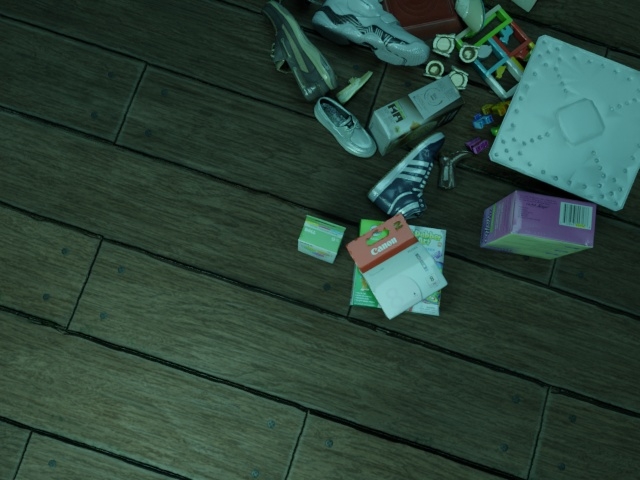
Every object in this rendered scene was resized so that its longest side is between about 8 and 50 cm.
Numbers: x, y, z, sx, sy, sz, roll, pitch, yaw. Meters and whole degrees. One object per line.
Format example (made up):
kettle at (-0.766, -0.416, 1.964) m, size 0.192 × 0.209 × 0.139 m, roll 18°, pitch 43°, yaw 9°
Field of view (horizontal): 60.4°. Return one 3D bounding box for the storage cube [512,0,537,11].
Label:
storage cube at (0.643, -0.861, 1.669) m, size 0.214 × 0.184 × 0.193 m, roll 36°, pitch 82°, yaw 2°

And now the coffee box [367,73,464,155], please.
coffee box at (0.272, -0.358, 1.586) m, size 0.246 × 0.141 × 0.098 m, roll -28°, pitch 83°, yaw -7°

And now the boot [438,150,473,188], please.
boot at (0.400, -0.205, 1.619) m, size 0.106 × 0.037 × 0.114 m, roll -2°, pitch 77°, yaw 10°

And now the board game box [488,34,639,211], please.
board game box at (0.722, -0.329, 1.549) m, size 0.389 × 0.050 × 0.390 m, roll 24°, pitch 87°, yaw 4°

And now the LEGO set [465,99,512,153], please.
LEGO set at (0.507, -0.358, 1.634) m, size 0.227 × 0.093 × 0.087 m, roll -34°, pitch 115°, yaw -13°

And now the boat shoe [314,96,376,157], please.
boat shoe at (0.071, -0.331, 1.600) m, size 0.227 × 0.081 × 0.079 m, roll 42°, pitch 81°, yaw 5°

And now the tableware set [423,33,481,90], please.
tableware set at (0.395, -0.542, 1.667) m, size 0.140 × 0.020 × 0.169 m, roll 20°, pitch 92°, yaw 8°

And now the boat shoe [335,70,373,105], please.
boat shoe at (0.101, -0.464, 1.640) m, size 0.045 × 0.050 × 0.135 m, roll 44°, pitch 81°, yaw -1°

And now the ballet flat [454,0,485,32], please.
ballet flat at (0.442, -0.734, 1.673) m, size 0.086 × 0.086 × 0.249 m, roll 2°, pitch 62°, yaw -3°

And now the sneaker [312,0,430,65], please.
sneaker at (0.172, -0.659, 1.600) m, size 0.365 × 0.137 × 0.210 m, roll 24°, pitch 90°, yaw 14°

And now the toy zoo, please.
toy zoo at (0.570, -0.561, 1.691) m, size 0.192 × 0.030 × 0.293 m, roll -39°, pitch 85°, yaw -8°

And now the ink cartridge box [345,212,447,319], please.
ink cartridge box at (0.205, 0.067, 1.492) m, size 0.189 × 0.066 × 0.233 m, roll -30°, pitch 92°, yaw -4°

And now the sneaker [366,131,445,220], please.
sneaker at (0.284, -0.171, 1.574) m, size 0.282 × 0.099 × 0.153 m, roll -43°, pitch 80°, yaw -2°

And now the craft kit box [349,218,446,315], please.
craft kit box at (0.220, 0.077, 1.555) m, size 0.249 × 0.061 × 0.247 m, roll 7°, pitch 78°, yaw -2°

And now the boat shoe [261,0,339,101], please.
boat shoe at (-0.088, -0.552, 1.596) m, size 0.130 × 0.132 × 0.356 m, roll -38°, pitch 68°, yaw 9°

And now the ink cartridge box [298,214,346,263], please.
ink cartridge box at (0.000, 0.000, 1.476) m, size 0.108 × 0.209 × 0.062 m, roll 20°, pitch 78°, yaw 1°

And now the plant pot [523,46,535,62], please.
plant pot at (0.668, -0.542, 1.643) m, size 0.079 × 0.083 × 0.083 m, roll 42°, pitch 81°, yaw -8°

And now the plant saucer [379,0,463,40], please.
plant saucer at (0.294, -0.749, 1.700) m, size 0.258 × 0.048 × 0.259 m, roll -13°, pitch 81°, yaw -5°

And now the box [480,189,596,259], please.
box at (0.583, -0.037, 1.496) m, size 0.213 × 0.243 × 0.118 m, roll 10°, pitch 80°, yaw -1°

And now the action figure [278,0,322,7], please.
action figure at (-0.109, -0.782, 1.627) m, size 0.140 × 0.164 × 0.276 m, roll -33°, pitch 70°, yaw -3°
